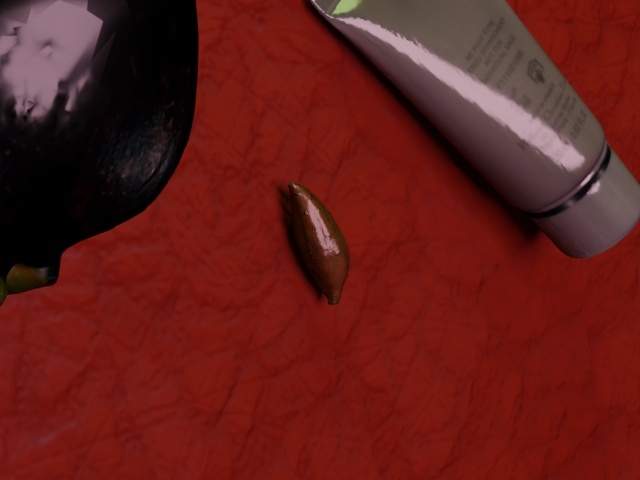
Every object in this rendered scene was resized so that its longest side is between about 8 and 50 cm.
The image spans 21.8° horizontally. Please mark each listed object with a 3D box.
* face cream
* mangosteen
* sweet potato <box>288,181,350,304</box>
[{"bbox_3d":[0.125,-0.116,1.224,0.314,0.089,0.143,48,60,-25],"label":"face cream"},{"bbox_3d":[-0.177,-0.069,0.850,0.243,0.243,0.243,-1,92,-44],"label":"mangosteen"},{"bbox_3d":[0.000,0.000,1.134,0.034,0.034,0.095,-38,120,-37],"label":"sweet potato"}]
